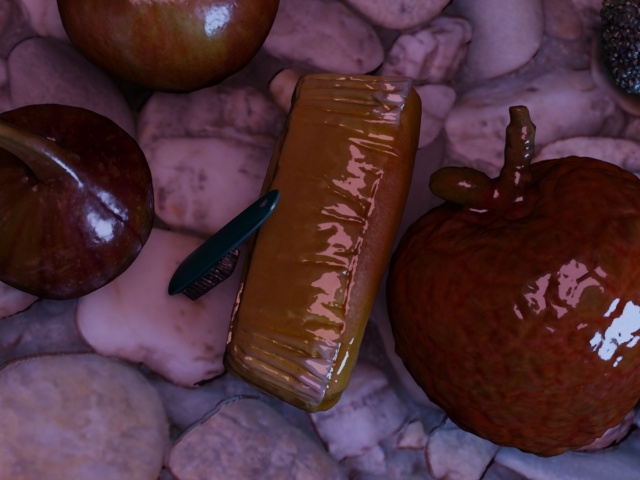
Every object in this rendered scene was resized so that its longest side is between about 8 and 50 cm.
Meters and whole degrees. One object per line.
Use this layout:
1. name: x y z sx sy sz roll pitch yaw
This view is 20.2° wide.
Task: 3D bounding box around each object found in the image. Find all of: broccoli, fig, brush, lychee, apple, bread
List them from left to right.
1. fig: -0.217 -0.043 1.463 0.175 0.207 0.175 4 72 -12
2. apple: -0.123 -0.207 1.527 0.195 0.173 0.160 -27 84 -10
3. brush: -0.074 0.007 1.496 0.032 0.193 0.043 33 55 -17
4. bread: 0.000 0.000 1.527 0.119 0.152 0.288 15 77 -2
5. lychee: 0.181 0.037 1.506 0.255 0.255 0.300 -31 125 -14
6. broccoli: 0.343 -0.202 1.660 0.204 0.122 0.118 -35 120 -33

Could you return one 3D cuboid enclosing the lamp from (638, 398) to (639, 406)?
1. lamp: 0.359 0.110 1.559 0.161 0.185 0.161 2 82 -12
